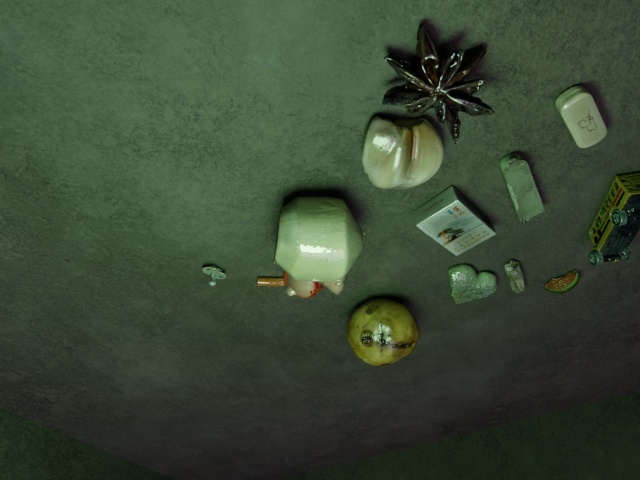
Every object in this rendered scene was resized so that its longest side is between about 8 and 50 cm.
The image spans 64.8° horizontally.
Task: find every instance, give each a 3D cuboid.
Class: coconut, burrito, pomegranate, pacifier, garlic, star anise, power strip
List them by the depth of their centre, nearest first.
[{"bbox_3d":[0.263,-0.350,1.144,0.282,0.129,0.212,15,128,-14],"label":"star anise"},{"bbox_3d":[0.213,-0.207,1.306,0.217,0.110,0.228,-5,139,-10],"label":"garlic"},{"bbox_3d":[0.000,0.000,1.405,0.247,0.245,0.245,7,138,-6],"label":"coconut"},{"bbox_3d":[0.588,-0.155,1.478,0.080,0.048,0.286,-27,136,17],"label":"power strip"},{"bbox_3d":[-0.344,0.116,1.605,0.068,0.064,0.083,-15,142,34],"label":"pacifier"},{"bbox_3d":[0.707,0.131,1.835,0.058,0.045,0.188,-39,134,-4],"label":"burrito"},{"bbox_3d":[0.223,0.331,1.835,0.260,0.261,0.260,-5,139,-5],"label":"pomegranate"}]

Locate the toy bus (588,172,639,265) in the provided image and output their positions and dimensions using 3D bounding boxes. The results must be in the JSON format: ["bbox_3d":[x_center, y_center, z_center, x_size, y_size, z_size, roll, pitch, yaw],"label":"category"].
[{"bbox_3d":[0.948,-0.058,1.601,0.121,0.123,0.336,-9,140,-2],"label":"toy bus"}]

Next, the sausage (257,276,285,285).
[{"bbox_3d":[-0.159,0.138,1.689,0.107,0.031,0.031,0,139,-13],"label":"sausage"}]

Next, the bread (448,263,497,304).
[{"bbox_3d":[0.533,0.166,1.829,0.232,0.064,0.172,19,130,-27],"label":"bread"}]

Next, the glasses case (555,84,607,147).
[{"bbox_3d":[0.677,-0.317,1.306,0.083,0.050,0.196,-35,133,24],"label":"glasses case"}]

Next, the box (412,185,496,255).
[{"bbox_3d":[0.411,-0.055,1.547,0.149,0.067,0.233,-37,132,28],"label":"box"}]

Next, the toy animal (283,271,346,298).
[{"bbox_3d":[-0.019,0.103,1.590,0.197,0.171,0.171,-3,140,-20],"label":"toy animal"}]

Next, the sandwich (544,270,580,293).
[{"bbox_3d":[0.912,0.163,1.892,0.135,0.067,0.029,-30,139,23],"label":"sandwich"}]
